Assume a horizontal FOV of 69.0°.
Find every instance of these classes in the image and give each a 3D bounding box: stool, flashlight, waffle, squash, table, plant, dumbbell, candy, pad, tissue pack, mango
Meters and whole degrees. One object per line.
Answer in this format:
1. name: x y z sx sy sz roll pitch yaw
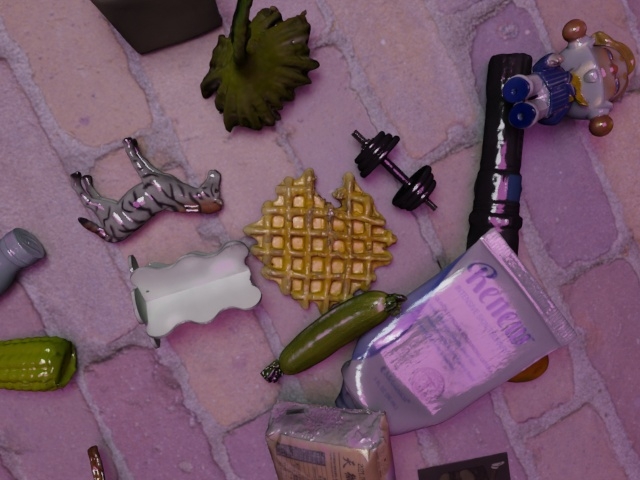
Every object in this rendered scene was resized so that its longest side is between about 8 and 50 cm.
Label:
1. stool: -0.292 -0.480 0.733 0.170 0.243 0.270 -22 94 -3
2. flashlight: 0.332 -0.139 0.869 0.103 0.103 0.425 4 91 -4
3. waffle: 0.000 0.000 0.870 0.250 0.056 0.261 -40 98 -1
4. squash: 0.021 0.165 0.841 0.318 0.080 0.071 -36 74 22
5. table: -0.212 0.078 0.814 0.198 0.166 0.167 -16 94 -11
6. plant: -0.135 -0.297 0.723 0.180 0.333 0.251 34 102 10
7. dumbbell: 0.137 -0.127 0.853 0.208 0.099 0.099 42 89 -6
8. candy: -0.545 0.219 0.823 0.209 0.097 0.097 -1 93 2
9. pad: 0.294 0.505 0.939 0.189 0.004 0.128 -9 93 -3
10. tissue pack: 0.023 0.409 0.794 0.214 0.123 0.257 -1 115 21
11. mango: 0.364 0.216 0.890 0.163 0.089 0.111 43 88 -12

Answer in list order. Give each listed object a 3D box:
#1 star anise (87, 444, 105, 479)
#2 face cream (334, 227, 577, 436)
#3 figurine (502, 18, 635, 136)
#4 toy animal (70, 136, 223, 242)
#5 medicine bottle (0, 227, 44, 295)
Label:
1. star anise: -0.352 0.563 0.843 0.292 0.109 0.350 13 91 -10
2. face cream: 0.208 0.196 0.831 0.420 0.137 0.235 -37 84 6
3. figurine: 0.432 -0.258 0.814 0.274 0.133 0.194 -45 104 -19
4. toy animal: -0.312 -0.101 0.829 0.254 0.090 0.170 -17 97 -1
5. medicine bottle: -0.596 0.067 0.811 0.216 0.090 0.091 -36 94 -3
